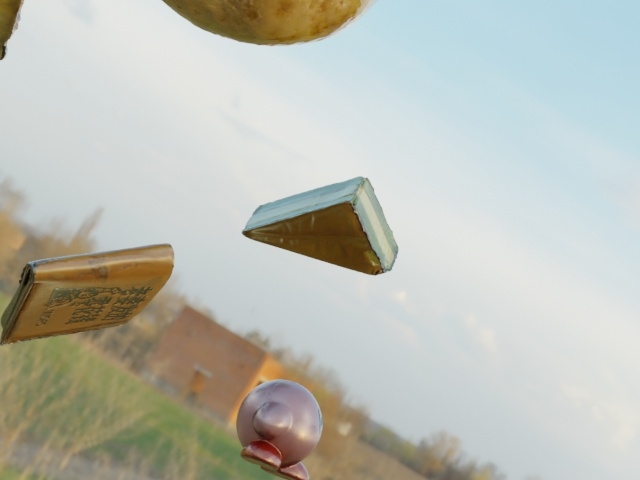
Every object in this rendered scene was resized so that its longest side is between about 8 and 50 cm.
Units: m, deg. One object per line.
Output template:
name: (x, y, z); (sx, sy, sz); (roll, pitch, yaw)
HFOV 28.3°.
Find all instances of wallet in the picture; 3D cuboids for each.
wallet: (-0.252, 0.059, 1.363); (0.161, 0.042, 0.195); (-10, -17, -30)

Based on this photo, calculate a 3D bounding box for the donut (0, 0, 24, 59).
donut: (-0.378, -0.429, 1.452); (0.163, 0.378, 0.435); (17, -45, -22)

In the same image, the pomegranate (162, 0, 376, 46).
pomegranate: (-0.056, -0.371, 1.351); (0.410, 0.410, 0.410); (30, -6, 3)

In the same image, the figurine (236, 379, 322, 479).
figurine: (-0.033, 0.143, 0.984); (0.067, 0.071, 0.083); (15, -15, 16)

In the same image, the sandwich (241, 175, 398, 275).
sandwich: (0.000, 0.000, 1.587); (0.163, 0.079, 0.113); (-15, -66, 26)
